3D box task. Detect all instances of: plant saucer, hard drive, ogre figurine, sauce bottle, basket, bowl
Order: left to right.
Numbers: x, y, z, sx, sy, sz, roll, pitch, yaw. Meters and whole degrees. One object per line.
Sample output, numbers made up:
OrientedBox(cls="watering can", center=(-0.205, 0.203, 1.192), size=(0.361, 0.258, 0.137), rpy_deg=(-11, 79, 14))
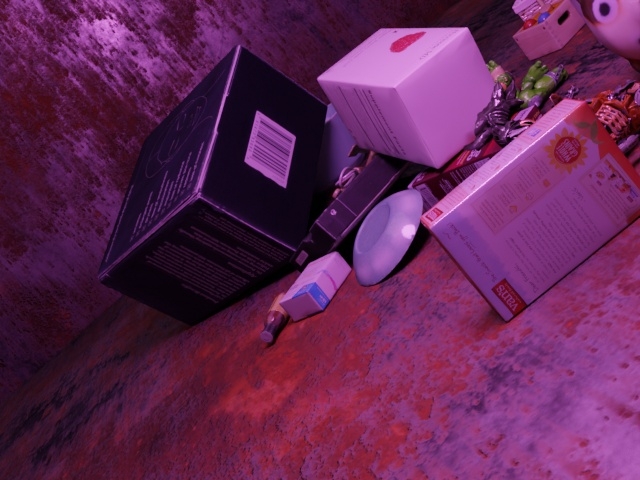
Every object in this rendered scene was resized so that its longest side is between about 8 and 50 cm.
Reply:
OrientedBox(cls="sauce bottle", center=(-0.085, 0.149, 1.584), size=(0.042, 0.042, 0.128), rpy_deg=(-32, 16, 31))
OrientedBox(cls="bowl", center=(0.005, -0.241, 2.299), size=(0.311, 0.163, 0.311), rpy_deg=(-37, 14, 11))
OrientedBox(cls="hard drive", center=(0.085, -0.087, 1.689), size=(0.339, 0.064, 0.237), rpy_deg=(-48, -2, -26))
OrientedBox(cls="plant saucer", center=(0.105, -0.013, 1.458), size=(0.195, 0.037, 0.195), rpy_deg=(-50, 23, 30))
OrientedBox(cls="ogre figurine", center=(0.372, -0.291, 1.617), size=(0.197, 0.097, 0.118), rpy_deg=(14, 49, 17))
OrientedBox(cls="basket", center=(0.562, -0.579, 1.982), size=(0.167, 0.103, 0.113), rpy_deg=(-29, 18, 38))

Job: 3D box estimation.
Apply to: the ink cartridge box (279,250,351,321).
OrientedBox(cls="ink cartridge box", center=(-0.008, 0.085, 1.554), size=(0.088, 0.052, 0.122), rpy_deg=(-26, 21, 46))

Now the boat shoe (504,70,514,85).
OrientedBox(cls="boat shoe", center=(0.335, -0.311, 1.805), size=(0.228, 0.081, 0.068), rpy_deg=(-29, 22, 47))

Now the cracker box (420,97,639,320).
OrientedBox(cls="cracker box", center=(0.259, -0.037, 0.998), size=(0.232, 0.155, 0.067), rpy_deg=(-39, 14, 4))

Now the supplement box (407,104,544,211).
OrientedBox(cls="supplement box", center=(0.276, -0.136, 1.436), size=(0.239, 0.073, 0.130), rpy_deg=(-21, 24, 52))

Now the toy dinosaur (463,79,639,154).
OrientedBox(cls="toy dinosaur", center=(0.317, -0.126, 1.169), size=(0.322, 0.164, 0.218), rpy_deg=(-22, 27, -12))

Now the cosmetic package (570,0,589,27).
OrientedBox(cls="cosmetic package", center=(0.529, -0.500, 1.554), size=(0.127, 0.238, 0.107), rpy_deg=(-46, 12, -11))

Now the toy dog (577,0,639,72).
OrientedBox(cls="toy dog", center=(0.562, -0.445, 1.210), size=(0.408, 0.284, 0.395), rpy_deg=(-42, 13, 4))

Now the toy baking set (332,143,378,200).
OrientedBox(cls="toy baking set", center=(0.080, -0.137, 1.833), size=(0.197, 0.030, 0.256), rpy_deg=(-46, -17, -41))

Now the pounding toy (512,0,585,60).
OrientedBox(cls="pounding toy", center=(0.510, -0.494, 1.862), size=(0.141, 0.100, 0.130), rpy_deg=(-46, 15, -19))

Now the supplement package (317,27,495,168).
OrientedBox(cls="supplement package", center=(0.161, -0.268, 1.510), size=(0.177, 0.175, 0.293), rpy_deg=(-40, 27, -13))

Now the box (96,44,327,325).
OrientedBox(cls="box", center=(-0.258, -0.122, 2.018), size=(0.472, 0.297, 0.480), rpy_deg=(-31, 38, 42))
